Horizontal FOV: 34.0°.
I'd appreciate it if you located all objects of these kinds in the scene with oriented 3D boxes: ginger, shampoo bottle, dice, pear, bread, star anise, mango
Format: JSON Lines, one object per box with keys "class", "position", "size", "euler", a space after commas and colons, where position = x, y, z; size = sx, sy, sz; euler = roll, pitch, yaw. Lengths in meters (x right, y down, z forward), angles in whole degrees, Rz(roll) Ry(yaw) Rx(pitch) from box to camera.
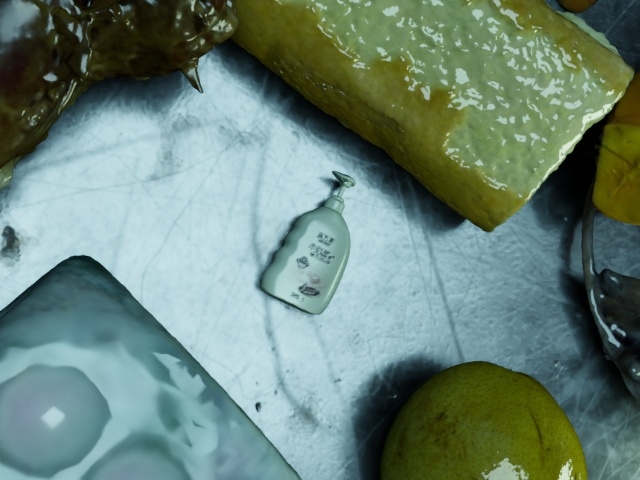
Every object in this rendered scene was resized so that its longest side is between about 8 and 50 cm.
{"class": "ginger", "position": [-0.234, -0.182, 0.952], "size": [0.254, 0.176, 0.418], "euler": [40, 93, -1]}
{"class": "shampoo bottle", "position": [0.000, 0.000, 1.104], "size": [0.077, 0.045, 0.151], "euler": [28, 81, -10]}
{"class": "dice", "position": [-0.217, 0.230, 0.888], "size": [0.330, 0.348, 0.328], "euler": [-43, 99, -10]}
{"class": "pear", "position": [0.166, 0.223, 1.058], "size": [0.209, 0.209, 0.208], "euler": [1, 87, -13]}
{"class": "bread", "position": [0.101, -0.196, 1.059], "size": [0.375, 0.165, 0.236], "euler": [35, 113, -7]}
{"class": "star anise", "position": [0.431, 0.110, 1.169], "size": [0.316, 0.139, 0.359], "euler": [11, 69, -12]}
{"class": "mango", "position": [0.390, -0.132, 1.119], "size": [0.138, 0.187, 0.257], "euler": [33, 55, 13]}

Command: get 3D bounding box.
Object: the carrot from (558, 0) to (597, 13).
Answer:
{"class": "carrot", "position": [0.362, -0.349, 1.205], "size": [0.224, 0.057, 0.057], "euler": [-41, 97, -15]}
